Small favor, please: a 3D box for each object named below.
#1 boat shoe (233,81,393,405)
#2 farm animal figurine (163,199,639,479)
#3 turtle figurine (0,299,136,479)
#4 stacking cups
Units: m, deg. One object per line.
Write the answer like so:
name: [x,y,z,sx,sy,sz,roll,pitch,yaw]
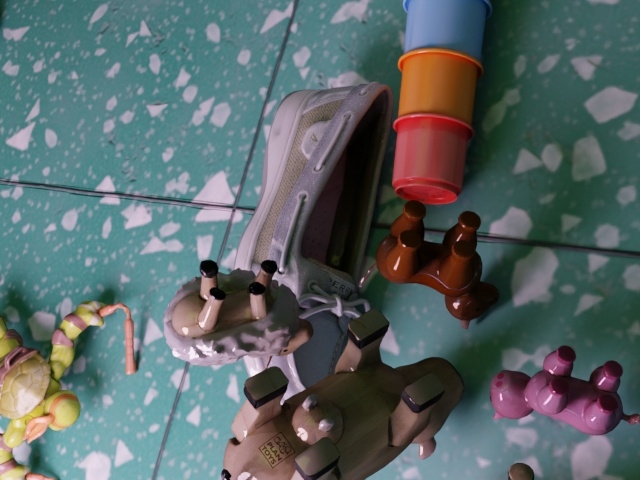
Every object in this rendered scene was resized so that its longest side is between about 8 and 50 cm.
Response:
boat shoe: [0.002,0.000,1.081,0.103,0.118,0.320,-8,60,35]
farm animal figurine: [0.066,0.151,0.934,0.327,0.172,0.330,-11,57,-17]
turtle figurine: [-0.324,0.161,1.242,0.217,0.087,0.269,21,83,37]
stacking cups: [0.109,-0.193,1.099,0.096,0.096,0.316,0,71,33]
